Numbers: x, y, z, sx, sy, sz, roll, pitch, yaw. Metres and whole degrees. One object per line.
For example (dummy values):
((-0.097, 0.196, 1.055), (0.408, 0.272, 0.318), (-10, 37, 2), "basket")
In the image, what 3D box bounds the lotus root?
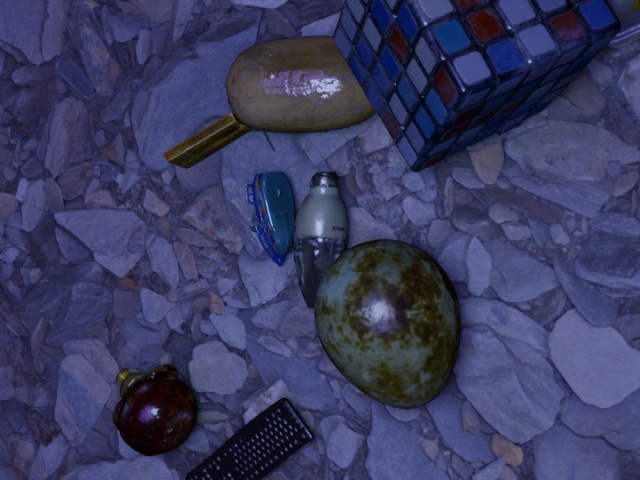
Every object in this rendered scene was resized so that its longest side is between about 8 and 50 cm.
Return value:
((-0.002, -0.278, 1.471), (0.342, 0.151, 0.169), (-2, 84, 13), "lotus root")

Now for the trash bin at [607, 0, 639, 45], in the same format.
((0.476, -0.494, 1.226), (0.255, 0.367, 0.296), (-21, 81, 15), "trash bin")

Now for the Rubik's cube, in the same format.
((0.225, -0.326, 1.289), (0.291, 0.287, 0.293), (-24, 78, -16), "Rubik's cube")

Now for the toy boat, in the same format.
((-0.096, -0.035, 1.533), (0.110, 0.091, 0.175), (-18, 83, 50), "toy boat")

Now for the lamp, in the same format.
((0.000, 0.000, 1.484), (0.101, 0.101, 0.250), (5, 96, 17), "lamp")

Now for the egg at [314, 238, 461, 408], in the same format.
((0.118, 0.139, 1.372), (0.238, 0.238, 0.289), (-25, 100, 14), "egg")

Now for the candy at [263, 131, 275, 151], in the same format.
((-0.115, -0.222, 1.568), (0.035, 0.035, 0.123), (-26, 88, 17), "candy")

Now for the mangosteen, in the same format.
((-0.316, 0.317, 1.550), (0.181, 0.156, 0.146), (13, 119, 45), "mangosteen")

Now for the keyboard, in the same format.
((-0.094, 0.369, 1.520), (0.381, 0.041, 0.103), (-40, 77, 11), "keyboard")

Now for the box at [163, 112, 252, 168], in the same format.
((-0.212, -0.186, 1.562), (0.156, 0.089, 0.022), (-29, 77, 11), "box")
